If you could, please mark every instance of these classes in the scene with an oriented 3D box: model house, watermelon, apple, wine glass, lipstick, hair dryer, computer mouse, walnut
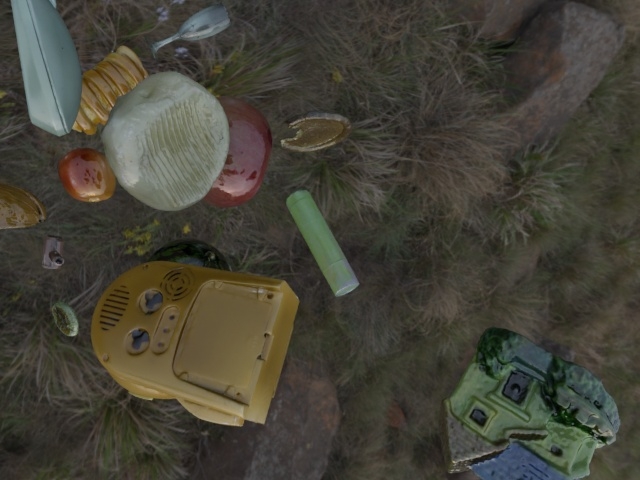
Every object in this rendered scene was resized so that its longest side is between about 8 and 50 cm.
[{"bbox_3d":[0.279,0.272,0.620,0.189,0.214,0.195,-48,152,-21],"label":"model house"},{"bbox_3d":[-0.385,0.119,1.295,0.269,0.269,0.269,-10,115,-21],"label":"watermelon"},{"bbox_3d":[-0.806,-0.221,1.532,0.199,0.199,0.199,-10,115,-21],"label":"apple"},{"bbox_3d":[-0.307,-0.490,1.027,0.198,0.066,0.066,-25,120,0],"label":"wine glass"},{"bbox_3d":[0.000,0.000,1.153,0.076,0.304,0.076,-25,159,-10],"label":"lipstick"},{"bbox_3d":[-0.915,0.052,1.522,0.064,0.181,0.117,5,98,-41],"label":"hair dryer"},{"bbox_3d":[-0.294,-0.267,1.302,0.269,0.345,0.345,17,104,-17],"label":"apple"},{"bbox_3d":[-0.499,-0.339,0.816,0.097,0.159,0.288,-4,125,-27],"label":"computer mouse"},{"bbox_3d":[-0.767,-0.090,1.032,0.211,0.167,0.087,3,112,-17],"label":"walnut"}]

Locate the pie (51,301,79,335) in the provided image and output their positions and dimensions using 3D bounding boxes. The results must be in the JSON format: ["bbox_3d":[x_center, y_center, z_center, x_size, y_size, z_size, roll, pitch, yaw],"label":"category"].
[{"bbox_3d":[-0.567,0.176,0.980,0.017,0.085,0.085,-32,132,-57],"label":"pie"}]

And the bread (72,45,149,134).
[{"bbox_3d":[-0.686,-0.467,1.413,0.311,0.121,0.173,-50,149,-22],"label":"bread"}]

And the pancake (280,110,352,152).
[{"bbox_3d":[-0.026,-0.373,1.530,0.286,0.288,0.033,2,76,-53],"label":"pancake"}]

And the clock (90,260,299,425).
[{"bbox_3d":[-0.215,0.151,0.732,0.200,0.317,0.244,85,20,-64],"label":"clock"}]

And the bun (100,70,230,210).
[{"bbox_3d":[-0.262,-0.167,0.741,0.231,0.133,0.231,-37,141,-38],"label":"bun"}]
